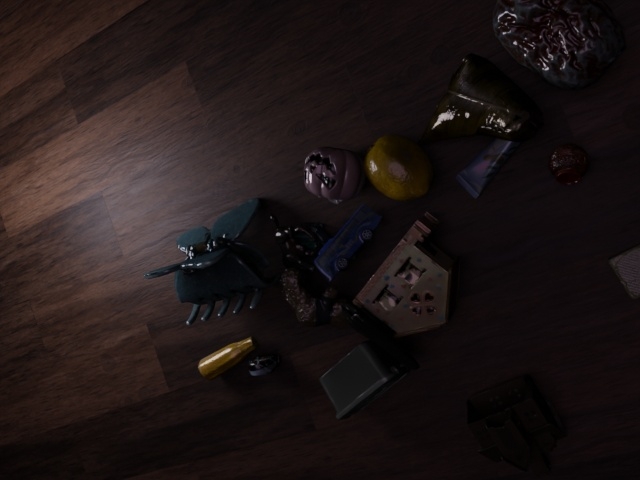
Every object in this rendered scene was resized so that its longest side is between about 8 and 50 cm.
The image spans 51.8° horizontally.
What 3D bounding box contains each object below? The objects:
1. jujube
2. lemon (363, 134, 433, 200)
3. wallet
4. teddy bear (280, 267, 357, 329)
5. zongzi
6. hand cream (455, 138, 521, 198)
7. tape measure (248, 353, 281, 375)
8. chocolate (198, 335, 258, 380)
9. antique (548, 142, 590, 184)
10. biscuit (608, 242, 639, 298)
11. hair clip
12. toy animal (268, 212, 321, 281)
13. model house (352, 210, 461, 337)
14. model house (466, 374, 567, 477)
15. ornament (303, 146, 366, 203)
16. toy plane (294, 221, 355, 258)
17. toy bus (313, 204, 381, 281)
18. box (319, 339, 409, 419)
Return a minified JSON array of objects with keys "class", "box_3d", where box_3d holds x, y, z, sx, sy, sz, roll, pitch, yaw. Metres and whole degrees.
[{"class":"jujube","box_3d":[0.570,-0.504,1.574,0.317,0.226,0.226,46,111,19]},{"class":"lemon","box_3d":[0.213,-0.194,1.788,0.207,0.170,0.170,41,110,11]},{"class":"wallet","box_3d":[0.161,0.266,1.818,0.245,0.168,0.052,40,88,-10]},{"class":"teddy bear","box_3d":[-0.016,0.194,1.934,0.252,0.182,0.129,23,65,2]},{"class":"zongzi","box_3d":[0.397,-0.291,1.692,0.288,0.134,0.286,-52,48,25]},{"class":"hand cream","box_3d":[0.469,-0.229,1.738,0.088,0.055,0.256,49,118,20]},{"class":"tape measure","box_3d":[-0.181,0.389,2.059,0.091,0.094,0.054,-9,97,25]},{"class":"chocolate","box_3d":[-0.290,0.374,2.116,0.219,0.086,0.085,-32,82,23]},{"class":"antique","box_3d":[0.620,-0.195,1.643,0.104,0.104,0.104,2,96,24]},{"class":"biscuit","box_3d":[0.824,0.052,1.604,0.199,0.041,0.121,-31,84,23]},{"class":"hair clip","box_3d":[-0.314,0.091,1.999,0.319,0.392,0.238,-18,114,24]},{"class":"toy animal","box_3d":[-0.081,0.022,1.941,0.148,0.084,0.232,-11,116,41]},{"class":"model house","box_3d":[0.276,0.117,1.801,0.244,0.169,0.326,40,113,8]},{"class":"model house","box_3d":[0.523,0.521,1.713,0.211,0.204,0.243,-30,99,24]},{"class":"ornament","box_3d":[0.038,-0.181,1.866,0.178,0.177,0.177,2,96,24]},{"class":"toy plane","box_3d":[0.000,0.000,1.962,0.235,0.060,0.096,6,105,27]},{"class":"toy bus","box_3d":[0.077,0.009,1.871,0.094,0.079,0.236,40,84,10]},{"class":"box","box_3d":[0.120,0.392,1.896,0.243,0.163,0.135,-44,68,23]}]
